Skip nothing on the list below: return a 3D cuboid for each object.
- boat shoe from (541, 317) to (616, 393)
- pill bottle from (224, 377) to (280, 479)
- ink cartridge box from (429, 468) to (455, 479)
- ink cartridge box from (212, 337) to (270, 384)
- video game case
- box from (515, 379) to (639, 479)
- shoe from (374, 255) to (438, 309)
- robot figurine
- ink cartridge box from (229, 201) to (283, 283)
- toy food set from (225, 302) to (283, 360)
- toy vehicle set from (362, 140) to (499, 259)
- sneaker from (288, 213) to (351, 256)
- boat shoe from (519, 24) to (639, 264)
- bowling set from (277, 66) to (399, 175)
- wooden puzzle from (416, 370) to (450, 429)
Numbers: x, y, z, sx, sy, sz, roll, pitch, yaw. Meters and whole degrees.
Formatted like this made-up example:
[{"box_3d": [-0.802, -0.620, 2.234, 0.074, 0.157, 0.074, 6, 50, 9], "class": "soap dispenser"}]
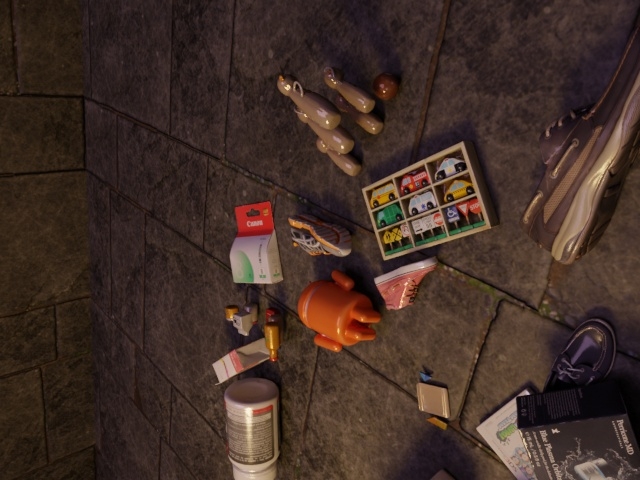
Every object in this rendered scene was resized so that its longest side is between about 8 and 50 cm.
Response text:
[{"box_3d": [0.424, 0.225, 0.840, 0.075, 0.065, 0.206, 34, 122, 36], "class": "boat shoe"}, {"box_3d": [-0.201, 0.575, 1.511, 0.161, 0.161, 0.283, 13, 109, 44], "class": "pill bottle"}, {"box_3d": [0.193, 0.655, 1.084, 0.117, 0.207, 0.283, 43, 127, 29], "class": "ink cartridge box"}, {"box_3d": [-0.251, 0.373, 1.546, 0.198, 0.115, 0.067, -39, 73, 44], "class": "ink cartridge box"}, {"box_3d": [0.391, 0.375, 0.946, 0.143, 0.019, 0.157, 51, 131, 25], "class": "video game case"}, {"box_3d": [0.414, 0.324, 0.798, 0.158, 0.093, 0.155, -19, 99, 24], "class": "box"}, {"box_3d": [0.189, 0.092, 1.059, 0.178, 0.064, 0.081, -30, 79, 51], "class": "shoe"}, {"box_3d": [0.036, 0.165, 1.189, 0.219, 0.128, 0.158, 18, 133, 42], "class": "robot figurine"}, {"box_3d": [-0.197, 0.010, 1.449, 0.181, 0.056, 0.224, -4, 99, 46], "class": "ink cartridge box"}, {"box_3d": [-0.178, 0.255, 1.443, 0.232, 0.111, 0.104, 9, 106, 42], "class": "toy food set"}, {"box_3d": [0.210, -0.071, 1.012, 0.267, 0.035, 0.165, -22, 84, 47], "class": "toy vehicle set"}, {"box_3d": [0.000, 0.000, 1.224, 0.215, 0.084, 0.083, 29, 123, 49], "class": "sneaker"}, {"box_3d": [0.388, -0.137, 0.741, 0.130, 0.132, 0.355, 33, 121, 36], "class": "boat shoe"}, {"box_3d": [0.052, -0.285, 1.055, 0.200, 0.287, 0.154, -45, 68, -5], "class": "bowling set"}, {"box_3d": [0.246, 0.346, 1.096, 0.079, 0.014, 0.116, 8, 105, 41], "class": "wooden puzzle"}]
